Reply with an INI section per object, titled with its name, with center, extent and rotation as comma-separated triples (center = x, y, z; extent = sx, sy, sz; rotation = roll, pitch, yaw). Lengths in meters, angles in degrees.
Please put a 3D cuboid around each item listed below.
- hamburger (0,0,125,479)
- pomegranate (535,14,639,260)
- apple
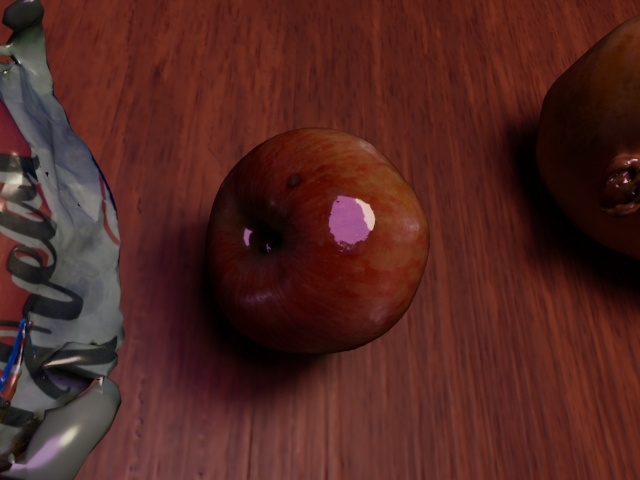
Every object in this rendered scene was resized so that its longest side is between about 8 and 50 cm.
[hamburger]
center = -0.217, 0.016, 0.282
extent = 0.276, 0.150, 0.260
rotation = 8, 76, -55
[pomegranate]
center = 0.331, -0.088, 0.669
extent = 0.270, 0.229, 0.252
rotation = -24, 73, -36
[apple]
center = 0.000, 0.000, 0.452
extent = 0.131, 0.146, 0.146
rotation = 7, 53, -51
